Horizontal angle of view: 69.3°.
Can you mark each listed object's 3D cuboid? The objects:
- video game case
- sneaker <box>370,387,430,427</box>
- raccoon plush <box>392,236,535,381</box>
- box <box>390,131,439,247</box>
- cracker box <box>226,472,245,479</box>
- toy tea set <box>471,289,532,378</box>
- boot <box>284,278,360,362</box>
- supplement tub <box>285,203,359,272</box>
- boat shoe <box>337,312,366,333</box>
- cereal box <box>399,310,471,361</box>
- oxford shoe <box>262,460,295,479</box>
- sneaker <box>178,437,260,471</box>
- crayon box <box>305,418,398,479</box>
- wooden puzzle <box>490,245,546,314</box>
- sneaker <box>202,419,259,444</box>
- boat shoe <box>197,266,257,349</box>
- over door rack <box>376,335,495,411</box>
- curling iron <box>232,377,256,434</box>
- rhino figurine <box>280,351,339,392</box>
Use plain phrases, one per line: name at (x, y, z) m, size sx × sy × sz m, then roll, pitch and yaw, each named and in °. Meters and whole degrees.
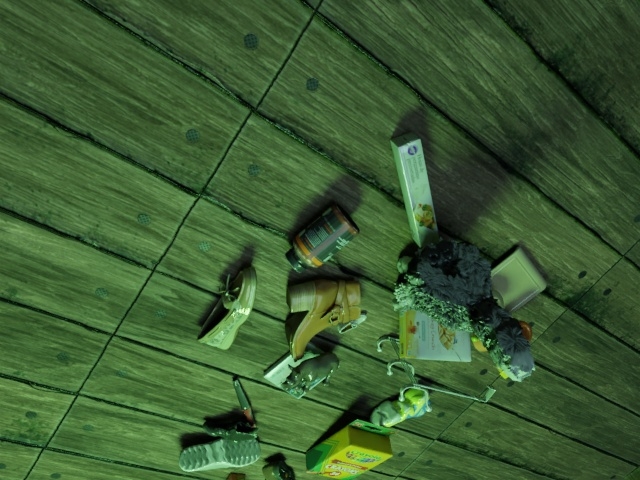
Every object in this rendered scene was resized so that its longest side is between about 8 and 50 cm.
video game case at (-0.061, 0.425, 1.521) m, size 0.190 × 0.022 × 0.173 m, roll -41°, pitch 121°, yaw 10°
sneaker at (0.305, 0.632, 1.698) m, size 0.240 × 0.091 × 0.126 m, roll -30°, pitch 127°, yaw 8°
raccoon plush at (0.338, 0.211, 1.257) m, size 0.216 × 0.446 × 0.299 m, roll -10°, pitch 149°, yaw -12°
box at (0.259, -0.129, 1.251) m, size 0.063 × 0.067 × 0.324 m, roll -21°, pitch 122°, yaw -2°
cracker box at (-0.342, 1.003, 1.710) m, size 0.067 × 0.155 × 0.232 m, roll 19°, pitch 114°, yaw -24°
toy tea set at (0.525, 0.276, 1.477) m, size 0.336 × 0.124 × 0.200 m, roll 44°, pitch 65°, yaw -12°
boot at (0.007, 0.238, 1.394) m, size 0.220 × 0.109 × 0.283 m, roll -5°, pitch 114°, yaw -16°
supplement tub at (0.000, 0.000, 1.237) m, size 0.198 × 0.106 × 0.106 m, roll -39°, pitch 121°, yaw 10°
boat shoe at (0.102, 0.263, 1.459) m, size 0.100 × 0.035 × 0.035 m, roll -24°, pitch 123°, yaw 1°
cereal box at (0.367, 0.295, 1.480) m, size 0.240 × 0.047 × 0.173 m, roll 7°, pitch 73°, yaw -18°
oxford shoe at (-0.157, 0.906, 1.757) m, size 0.096 × 0.082 × 0.227 m, roll -12°, pitch 123°, yaw 14°
sneaker at (-0.349, 0.734, 1.605) m, size 0.281 × 0.105 × 0.115 m, roll 5°, pitch 152°, yaw -21°
crayon box at (0.115, 0.770, 1.687) m, size 0.202 × 0.081 × 0.318 m, roll 25°, pitch 126°, yaw -25°
wooden puzzle at (0.608, 0.156, 1.528) m, size 0.239 × 0.044 × 0.221 m, roll -44°, pitch 120°, yaw 7°
sneaker at (-0.298, 0.624, 1.538) m, size 0.170 × 0.051 × 0.089 m, roll 30°, pitch 119°, yaw -10°
boat shoe at (-0.255, 0.191, 1.283) m, size 0.089 × 0.104 × 0.285 m, roll 16°, pitch 115°, yaw -25°
over door rack at (0.360, 0.430, 1.503) m, size 0.324 × 0.239 × 0.108 m, roll 8°, pitch 117°, yaw -18°
curling iron at (-0.260, 0.564, 1.543) m, size 0.068 × 0.035 × 0.274 m, roll -10°, pitch 122°, yaw -8°
rhino figurine at (-0.034, 0.402, 1.414) m, size 0.243 × 0.073 × 0.106 m, roll -1°, pitch 120°, yaw -47°
